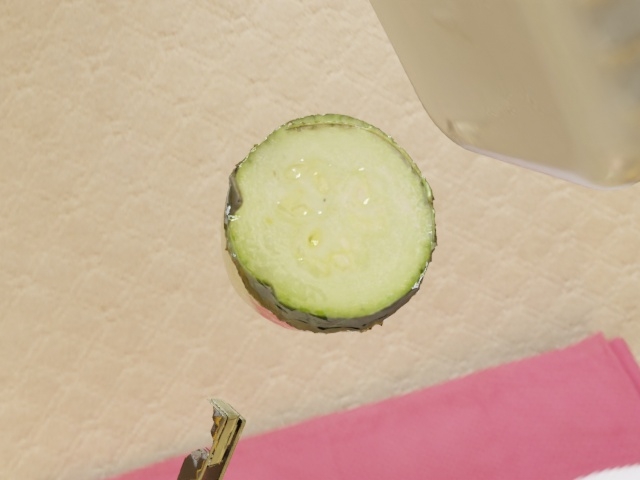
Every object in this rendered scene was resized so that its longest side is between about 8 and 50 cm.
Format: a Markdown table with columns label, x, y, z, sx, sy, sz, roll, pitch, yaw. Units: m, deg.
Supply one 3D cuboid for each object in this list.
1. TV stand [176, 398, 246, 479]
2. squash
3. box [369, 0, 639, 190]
| label | x | y | z | sx | sy | sz | roll | pitch | yaw |
| --- | --- | --- | --- | --- | --- | --- | --- | --- | --- |
| TV stand | -0.145 | 0.289 | 1.208 | 0.042 | 0.036 | 0.249 | 2 | 116 | -49 |
| squash | 0.008 | -0.009 | 1.088 | 0.220 | 0.133 | 0.220 | 0 | 80 | -3 |
| box | 0.087 | -0.148 | 0.500 | 0.106 | 0.264 | 0.337 | -39 | 117 | -13 |
